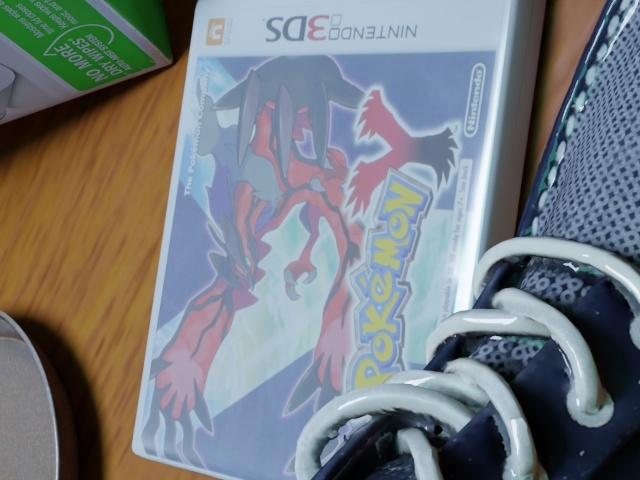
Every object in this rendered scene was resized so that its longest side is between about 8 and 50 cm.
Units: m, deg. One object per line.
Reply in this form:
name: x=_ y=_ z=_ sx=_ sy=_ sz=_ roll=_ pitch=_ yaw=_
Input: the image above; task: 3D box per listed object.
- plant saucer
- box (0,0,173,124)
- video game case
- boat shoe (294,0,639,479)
plant saucer: x=-0.166 y=0.115 z=0.801 sx=0.168 sy=0.029 sz=0.169 roll=-11 pitch=74 yaw=44
box: x=-0.212 y=-0.180 z=0.780 sx=0.231 sy=0.127 sz=0.262 roll=-16 pitch=69 yaw=15
video game case: x=0.000 y=0.000 z=0.653 sx=0.183 sy=0.023 sz=0.201 roll=5 pitch=87 yaw=47
boat shoe: x=0.069 y=0.050 z=0.464 sx=0.127 sy=0.158 sz=0.341 roll=3 pitch=85 yaw=55
